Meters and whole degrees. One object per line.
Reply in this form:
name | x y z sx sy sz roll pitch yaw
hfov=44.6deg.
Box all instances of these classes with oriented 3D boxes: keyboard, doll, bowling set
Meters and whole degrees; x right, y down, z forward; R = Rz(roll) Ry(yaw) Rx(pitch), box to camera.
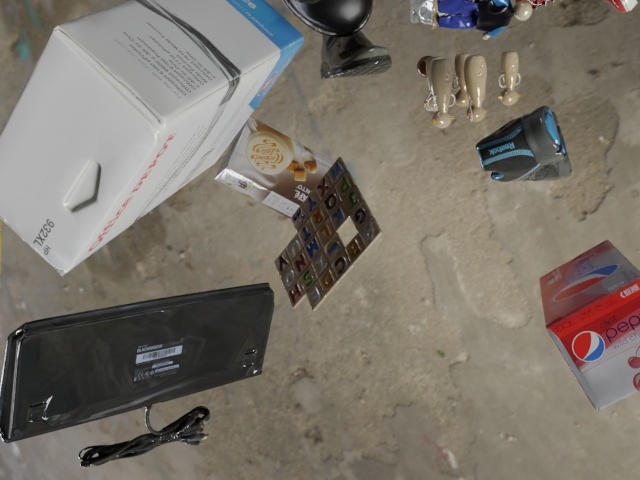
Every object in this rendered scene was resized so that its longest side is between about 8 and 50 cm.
keyboard | -0.183 0.150 0.828 0.033 0.317 0.201 28 113 40
doll | 0.310 -0.441 1.498 0.189 0.046 0.129 3 146 8
bowling set | 0.320 -0.362 1.849 0.200 0.287 0.154 22 119 57

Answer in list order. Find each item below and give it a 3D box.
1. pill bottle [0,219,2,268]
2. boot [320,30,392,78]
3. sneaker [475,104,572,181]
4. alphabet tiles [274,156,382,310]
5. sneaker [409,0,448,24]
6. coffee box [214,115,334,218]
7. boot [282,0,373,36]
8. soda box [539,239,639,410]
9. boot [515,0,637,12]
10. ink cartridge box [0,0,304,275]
pill bottle | -0.533 -0.007 1.153 0.117 0.117 0.208 119 146 -43
boot | 0.042 -0.351 1.285 0.246 0.083 0.161 -149 53 -70
sneaker | 0.373 -0.167 1.422 0.140 0.341 0.125 -19 80 21
alphabet tiles | 0.000 0.000 1.374 0.237 0.009 0.198 -50 44 27
sneaker | 0.264 -0.517 1.641 0.292 0.110 0.118 -142 59 -72
coffee box | -0.089 -0.147 1.731 0.246 0.141 0.098 28 157 -15
boot | -0.006 -0.380 1.068 0.348 0.131 0.260 42 -170 -39
soda box | 0.268 0.068 0.737 0.092 0.263 0.083 -32 88 15
boot | 0.481 -0.478 1.510 0.176 0.088 0.244 -38 49 16
ink cartridge box | -0.177 -0.135 0.813 0.129 0.307 0.223 43 125 -2
